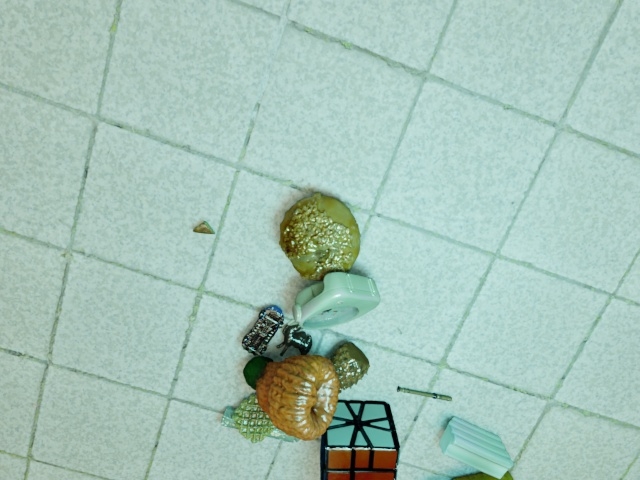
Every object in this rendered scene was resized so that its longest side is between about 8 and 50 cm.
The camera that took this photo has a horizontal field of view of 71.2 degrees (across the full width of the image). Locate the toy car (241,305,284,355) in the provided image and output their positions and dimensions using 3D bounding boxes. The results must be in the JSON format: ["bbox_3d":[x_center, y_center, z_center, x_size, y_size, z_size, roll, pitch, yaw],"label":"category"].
[{"bbox_3d":[-0.219,0.343,1.722,0.103,0.063,0.216,32,98,-10],"label":"toy car"}]

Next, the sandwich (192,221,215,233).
[{"bbox_3d":[-0.420,-0.047,1.615,0.083,0.031,0.044,6,111,-5],"label":"sandwich"}]

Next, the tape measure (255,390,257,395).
[{"bbox_3d":[-0.217,0.605,1.797,0.091,0.054,0.094,-29,87,-11],"label":"tape measure"}]

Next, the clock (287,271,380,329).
[{"bbox_3d":[0.028,0.229,1.601,0.324,0.109,0.265,-34,149,32],"label":"clock"}]

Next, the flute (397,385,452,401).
[{"bbox_3d":[0.428,0.631,1.836,0.232,0.027,0.027,12,107,-5],"label":"flute"}]

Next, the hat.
[{"bbox_3d":[-0.148,0.528,1.611,0.400,0.285,0.286,4,110,29],"label":"hat"}]

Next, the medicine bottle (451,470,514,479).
[{"bbox_3d":[0.636,1.115,1.885,0.384,0.224,0.225,-13,107,5],"label":"medicine bottle"}]

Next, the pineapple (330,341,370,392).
[{"bbox_3d":[0.024,0.555,1.744,0.165,0.165,0.364,42,104,-12],"label":"pineapple"}]

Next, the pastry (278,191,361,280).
[{"bbox_3d":[0.000,0.000,1.554,0.284,0.184,0.316,-19,106,4],"label":"pastry"}]

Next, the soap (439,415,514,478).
[{"bbox_3d":[0.623,0.838,1.824,0.289,0.173,0.095,26,106,-9],"label":"soap"}]

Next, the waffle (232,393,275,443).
[{"bbox_3d":[-0.255,0.710,1.805,0.183,0.036,0.169,-41,85,-18],"label":"waffle"}]

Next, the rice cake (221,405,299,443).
[{"bbox_3d":[-0.242,0.766,1.850,0.336,0.066,0.063,18,110,-7],"label":"rice cake"}]

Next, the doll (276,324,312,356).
[{"bbox_3d":[-0.091,0.389,1.743,0.139,0.057,0.165,27,100,-5],"label":"doll"}]

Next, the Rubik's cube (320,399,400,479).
[{"bbox_3d":[0.143,0.828,1.761,0.293,0.288,0.284,5,106,0],"label":"Rubik's cube"}]
